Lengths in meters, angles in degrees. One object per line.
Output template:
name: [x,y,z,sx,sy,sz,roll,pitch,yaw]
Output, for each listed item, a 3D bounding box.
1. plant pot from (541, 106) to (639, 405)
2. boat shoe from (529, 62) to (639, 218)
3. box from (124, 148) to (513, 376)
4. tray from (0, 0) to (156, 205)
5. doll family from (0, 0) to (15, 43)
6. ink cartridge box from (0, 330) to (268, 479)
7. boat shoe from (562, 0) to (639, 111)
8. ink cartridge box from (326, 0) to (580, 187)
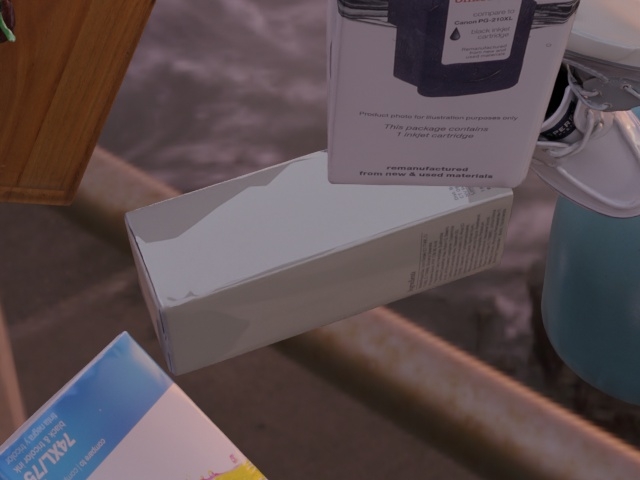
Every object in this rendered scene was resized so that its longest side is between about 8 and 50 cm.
plant pot: [0.377,-0.008,1.500,0.293,0.235,0.293,-5,46,5]
boat shoe: [0.176,-0.099,1.117,0.258,0.095,0.084,39,17,-16]
box: [0.000,0.000,1.076,0.275,0.113,0.094,-17,59,-12]
tray: [-0.196,-0.220,1.011,0.203,0.411,0.076,3,30,-50]
doll family: [-0.161,-0.099,0.538,0.111,0.076,0.193,-22,12,-23]
ink cartridge box: [-0.161,0.261,1.148,0.270,0.198,0.197,46,36,-3]
boat shoe: [0.224,-0.125,1.031,0.227,0.081,0.079,9,40,-26]
ink cartridge box: [0.054,-0.155,0.611,0.100,0.237,0.172,1,61,-2]
